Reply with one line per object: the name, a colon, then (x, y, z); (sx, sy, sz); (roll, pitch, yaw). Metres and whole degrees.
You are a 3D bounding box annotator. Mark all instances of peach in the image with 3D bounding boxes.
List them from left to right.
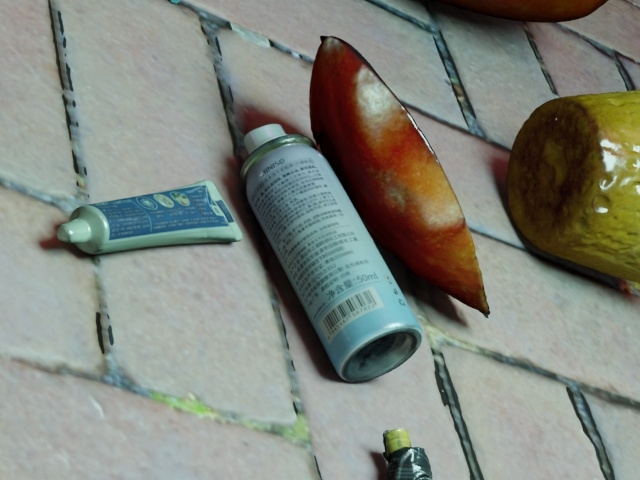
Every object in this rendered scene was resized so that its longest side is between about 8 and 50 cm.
peach: (0.052, -0.039, 1.453); (0.279, 0.068, 0.189); (60, -9, -8)

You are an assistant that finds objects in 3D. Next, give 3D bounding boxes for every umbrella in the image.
umbrella: (0.072, 0.197, 1.242); (0.040, 0.037, 0.144); (7, 47, -26)

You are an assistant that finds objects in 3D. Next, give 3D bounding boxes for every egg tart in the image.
egg tart: (0.280, -0.060, 1.666); (0.147, 0.202, 0.202); (7, 45, -32)

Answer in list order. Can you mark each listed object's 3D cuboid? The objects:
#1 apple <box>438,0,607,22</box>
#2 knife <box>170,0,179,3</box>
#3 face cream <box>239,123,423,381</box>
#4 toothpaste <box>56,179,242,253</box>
apple: (0.179, -0.390, 1.878); (0.365, 0.295, 0.328); (28, 61, -29)
knife: (-0.145, -0.248, 1.586); (0.014, 0.005, 0.091); (10, 42, -41)
face cream: (0.000, 0.000, 1.372); (0.075, 0.075, 0.229); (7, 46, -45)
toothpaste: (-0.126, -0.014, 1.284); (0.197, 0.035, 0.057); (-10, 67, -57)
